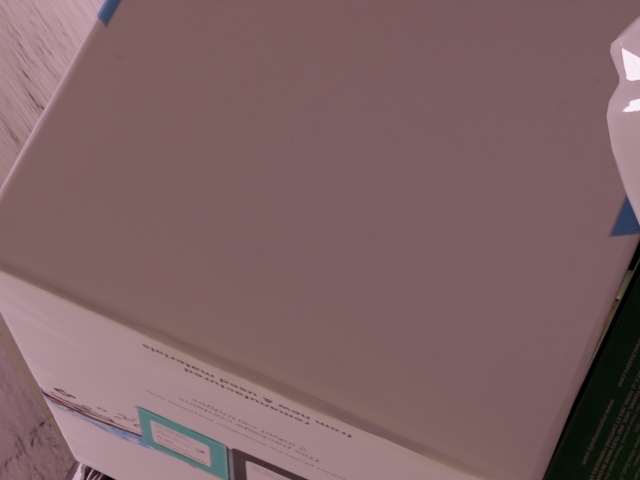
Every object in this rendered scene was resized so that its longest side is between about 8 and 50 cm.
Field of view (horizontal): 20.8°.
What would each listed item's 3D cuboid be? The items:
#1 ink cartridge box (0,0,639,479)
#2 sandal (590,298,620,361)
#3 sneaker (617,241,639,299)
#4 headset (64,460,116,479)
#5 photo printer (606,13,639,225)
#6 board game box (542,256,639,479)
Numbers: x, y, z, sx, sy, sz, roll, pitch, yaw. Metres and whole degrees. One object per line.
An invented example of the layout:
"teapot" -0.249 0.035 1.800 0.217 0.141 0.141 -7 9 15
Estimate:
"ink cartridge box" 0.014 0.007 0.685 0.197 0.198 0.270 23 161 8
"sandal" 0.128 0.011 0.960 0.240 0.079 0.088 26 153 -36
"sneaker" 0.143 -0.055 0.863 0.217 0.121 0.079 32 -160 -34
"headset" -0.021 0.214 1.110 0.394 0.185 0.243 33 -176 -45
"photo printer" 0.231 -0.079 0.286 0.107 0.308 0.256 61 162 -8
"board game box" 0.118 0.102 0.748 0.046 0.317 0.213 25 175 10
